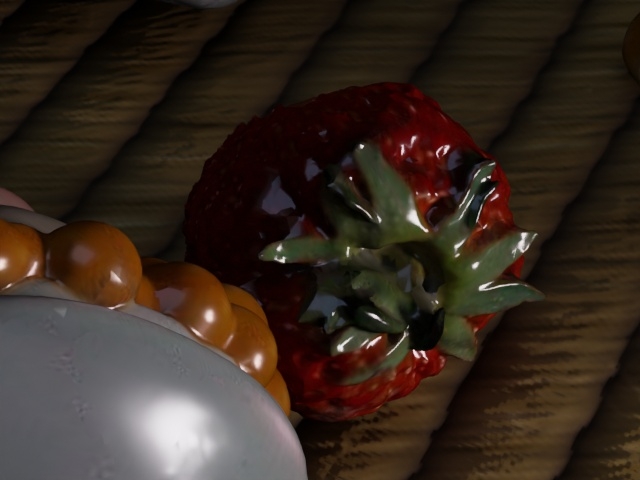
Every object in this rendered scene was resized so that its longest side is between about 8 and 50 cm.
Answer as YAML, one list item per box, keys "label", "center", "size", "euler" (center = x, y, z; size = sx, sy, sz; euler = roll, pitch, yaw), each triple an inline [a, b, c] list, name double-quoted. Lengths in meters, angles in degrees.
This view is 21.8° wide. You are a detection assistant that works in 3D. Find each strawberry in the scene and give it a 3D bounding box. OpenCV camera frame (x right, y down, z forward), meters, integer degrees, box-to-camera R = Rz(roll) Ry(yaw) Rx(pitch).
- label: "strawberry"
  center: [0.004, 0.006, 0.648]
  size: [0.131, 0.148, 0.131]
  euler: [2, 83, -20]

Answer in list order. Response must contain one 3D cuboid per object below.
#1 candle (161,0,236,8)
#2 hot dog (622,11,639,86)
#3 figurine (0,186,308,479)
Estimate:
- label: "candle"
  center: [-0.114, -0.226, 0.780]
  size: [0.343, 0.221, 0.221]
  euler: [11, 52, 15]
- label: "hot dog"
  center: [0.214, -0.144, 0.782]
  size: [0.066, 0.047, 0.215]
  euler: [28, 58, 24]
- label: "figurine"
  center: [-0.169, 0.057, 0.604]
  size: [0.382, 0.225, 0.205]
  euler: [25, 97, 54]
